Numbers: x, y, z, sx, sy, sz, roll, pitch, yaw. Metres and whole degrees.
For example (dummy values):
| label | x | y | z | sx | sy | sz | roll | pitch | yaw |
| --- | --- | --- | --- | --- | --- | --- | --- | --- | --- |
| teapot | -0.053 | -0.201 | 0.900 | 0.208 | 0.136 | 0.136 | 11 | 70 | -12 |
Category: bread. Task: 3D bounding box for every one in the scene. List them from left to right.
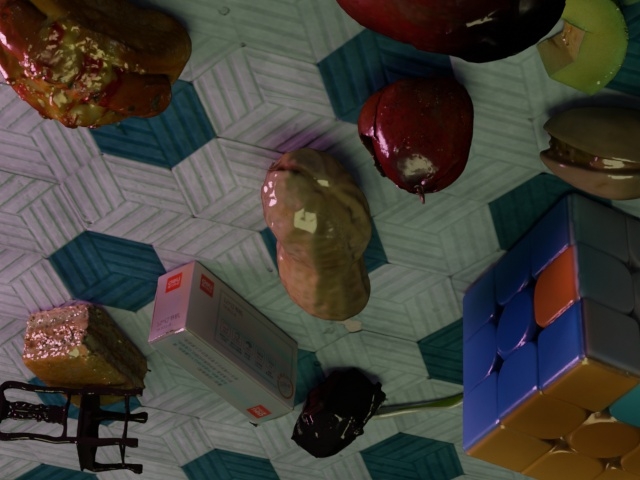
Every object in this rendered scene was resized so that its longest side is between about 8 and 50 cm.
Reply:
| label | x | y | z | sx | sy | sz | roll | pitch | yaw |
| --- | --- | --- | --- | --- | --- | --- | --- | --- | --- |
| bread | -0.370 | 0.190 | 2.331 | 0.138 | 0.102 | 0.196 | -10 | 140 | 20 |

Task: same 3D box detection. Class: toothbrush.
| label | x | y | z | sx | sy | sz | roll | pitch | yaw |
| --- | --- | --- | --- | --- | --- | --- | --- | --- | --- |
| toothbrush | 0.204 | 0.266 | 2.430 | 0.263 | 0.022 | 0.026 | -11 | 126 | 18 |

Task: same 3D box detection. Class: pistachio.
| label | x | y | z | sx | sy | sz | roll | pitch | yaw |
| --- | --- | --- | --- | --- | --- | --- | --- | --- | --- |
| pistachio | 0.374 | -0.115 | 1.884 | 0.185 | 0.124 | 0.124 | 14 | 143 | 14 |

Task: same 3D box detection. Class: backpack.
| label | x | y | z | sx | sy | sz | roll | pitch | yaw |
| --- | --- | --- | --- | --- | --- | --- | --- | --- | --- |
| backpack | 0.017 | 0.285 | 2.404 | 0.106 | 0.120 | 0.165 | 41 | 132 | -8 |

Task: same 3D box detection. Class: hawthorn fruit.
| label | x | y | z | sx | sy | sz | roll | pitch | yaw |
| --- | --- | --- | --- | --- | --- | --- | --- | --- | --- |
| hawthorn fruit | 0.123 | -0.122 | 1.847 | 0.148 | 0.172 | 0.148 | -6 | 162 | -2 |
| hawthorn fruit | 0.131 | -0.327 | 1.511 | 0.316 | 0.316 | 0.316 | 3 | 141 | 2 |

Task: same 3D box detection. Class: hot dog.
| label | x | y | z | sx | sy | sz | roll | pitch | yaw |
| --- | --- | --- | --- | --- | --- | --- | --- | --- | --- |
| hot dog | -0.287 | -0.226 | 1.770 | 0.257 | 0.153 | 0.150 | 24 | 137 | -22 |

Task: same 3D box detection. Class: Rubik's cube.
| label | x | y | z | sx | sy | sz | roll | pitch | yaw |
| --- | --- | --- | --- | --- | --- | --- | --- | --- | --- |
| Rubik's cube | 0.391 | 0.160 | 2.072 | 0.291 | 0.290 | 0.291 | 22 | 137 | -19 |

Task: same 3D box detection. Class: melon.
| label | x | y | z | sx | sy | sz | roll | pitch | yaw |
| --- | --- | --- | --- | --- | --- | --- | --- | --- | --- |
| melon | 0.304 | -0.259 | 1.749 | 0.118 | 0.064 | 0.209 | -1 | 143 | 5 |

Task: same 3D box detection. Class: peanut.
| label | x | y | z | sx | sy | sz | roll | pitch | yaw |
| --- | --- | --- | --- | --- | --- | --- | --- | --- | --- |
| peanut | 0.000 | 0.000 | 2.033 | 0.149 | 0.149 | 0.313 | 1 | 140 | 5 |

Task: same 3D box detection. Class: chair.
| label | x | y | z | sx | sy | sz | roll | pitch | yaw |
| --- | --- | --- | --- | --- | --- | --- | --- | --- | --- |
| chair | -0.389 | 0.289 | 2.295 | 0.229 | 0.106 | 0.113 | 3 | 146 | -2 |

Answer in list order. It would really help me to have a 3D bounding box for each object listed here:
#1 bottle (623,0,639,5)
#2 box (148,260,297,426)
| label | x | y | z | sx | sy | sz | roll | pitch | yaw |
| --- | --- | --- | --- | --- | --- | --- | --- | --- | --- |
| bottle | 0.390 | -0.300 | 1.712 | 0.083 | 0.030 | 0.030 | -17 | 136 | 23 |
| box | -0.142 | 0.161 | 2.245 | 0.079 | 0.135 | 0.269 | -23 | 134 | 30 |
